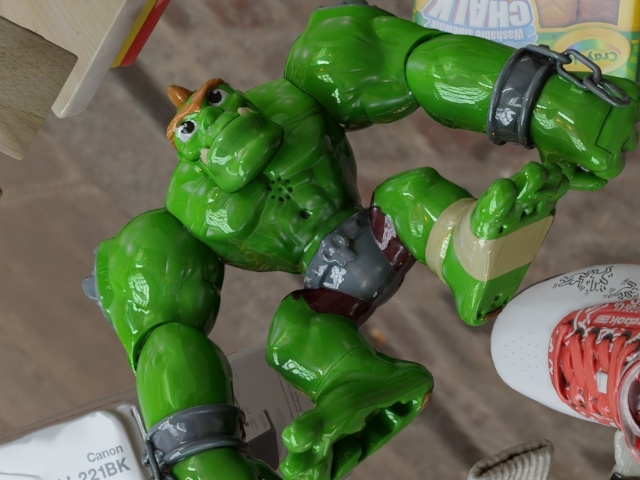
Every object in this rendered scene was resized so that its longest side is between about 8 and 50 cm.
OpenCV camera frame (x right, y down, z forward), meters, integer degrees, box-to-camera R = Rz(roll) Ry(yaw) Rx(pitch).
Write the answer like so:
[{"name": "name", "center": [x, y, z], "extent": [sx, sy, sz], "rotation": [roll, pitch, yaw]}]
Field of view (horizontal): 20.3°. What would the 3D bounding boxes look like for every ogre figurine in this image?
[{"name": "ogre figurine", "center": [0.000, 0.000, 0.585], "extent": [0.118, 0.197, 0.097], "rotation": [41, -164, 28]}]

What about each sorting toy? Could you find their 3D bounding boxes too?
[{"name": "sorting toy", "center": [-0.186, -0.276, 1.379], "extent": [0.257, 0.089, 0.255], "rotation": [56, 137, 18]}]

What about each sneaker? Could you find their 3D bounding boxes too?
[{"name": "sneaker", "center": [0.173, 0.067, 0.946], "extent": [0.270, 0.145, 0.090], "rotation": [5, 100, 40]}]

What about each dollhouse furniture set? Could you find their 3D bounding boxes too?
[{"name": "dollhouse furniture set", "center": [-0.227, -0.073, 0.887], "extent": [0.123, 0.144, 0.151], "rotation": [27, -173, -31]}]

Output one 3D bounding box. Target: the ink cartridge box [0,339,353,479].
[{"name": "ink cartridge box", "center": [-0.125, 0.155, 1.137], "extent": [0.197, 0.273, 0.114], "rotation": [-20, 88, 22]}]

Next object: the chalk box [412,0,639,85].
[{"name": "chalk box", "center": [0.180, -0.213, 1.362], "extent": [0.180, 0.179, 0.289], "rotation": [9, 113, 20]}]

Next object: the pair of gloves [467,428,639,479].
[{"name": "pair of gloves", "center": [0.186, 0.223, 1.345], "extent": [0.042, 0.240, 0.204], "rotation": [52, 138, 39]}]
